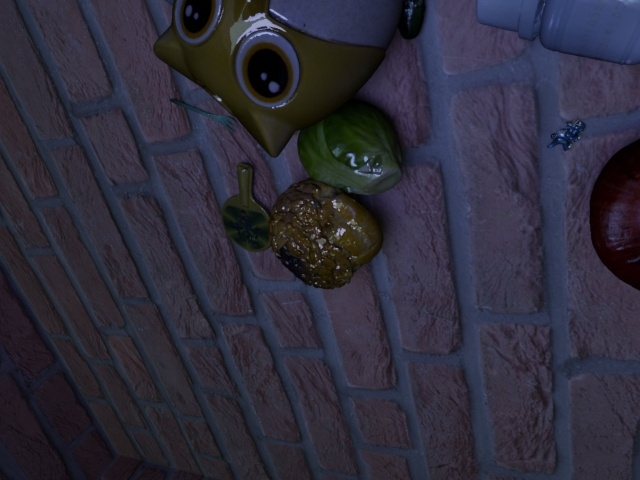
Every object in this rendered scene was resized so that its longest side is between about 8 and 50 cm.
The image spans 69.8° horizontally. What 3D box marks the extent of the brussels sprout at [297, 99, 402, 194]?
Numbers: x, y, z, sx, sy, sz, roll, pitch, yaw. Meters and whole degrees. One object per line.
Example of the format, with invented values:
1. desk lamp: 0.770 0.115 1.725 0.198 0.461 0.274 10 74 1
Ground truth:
1. brussels sprout: 0.082 -0.220 1.119 0.271 0.219 0.210 49 133 24

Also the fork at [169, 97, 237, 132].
1. fork: -0.343 -0.378 1.357 0.235 0.021 0.039 26 122 11

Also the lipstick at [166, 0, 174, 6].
1. lipstick: -0.279 -0.538 1.014 0.079 0.371 0.076 23 99 13

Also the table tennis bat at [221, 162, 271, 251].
1. table tennis bat: -0.232 -0.098 1.457 0.198 0.050 0.321 17 128 18

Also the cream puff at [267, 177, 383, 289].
1. cream puff: 0.000 0.000 1.233 0.342 0.231 0.327 21 153 50

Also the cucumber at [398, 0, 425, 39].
1. cucumber: 0.189 -0.552 0.978 0.069 0.069 0.228 4 116 23

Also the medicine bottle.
1. medicine bottle: 0.455 -0.455 0.794 0.306 0.245 0.245 22 126 22

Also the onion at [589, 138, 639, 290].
1. onion: 0.705 -0.073 0.878 0.340 0.341 0.342 12 122 19

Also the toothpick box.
1. toothpick box: -0.077 -0.430 0.911 0.409 0.409 0.425 41 95 -2

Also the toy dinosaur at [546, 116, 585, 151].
1. toy dinosaur: 0.543 -0.232 1.017 0.047 0.030 0.083 39 126 1
